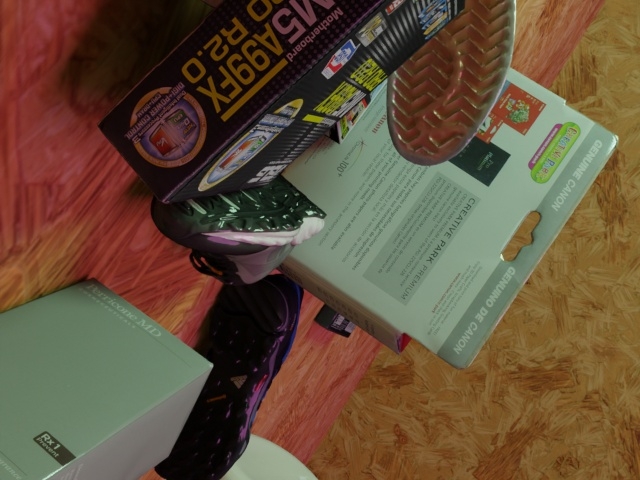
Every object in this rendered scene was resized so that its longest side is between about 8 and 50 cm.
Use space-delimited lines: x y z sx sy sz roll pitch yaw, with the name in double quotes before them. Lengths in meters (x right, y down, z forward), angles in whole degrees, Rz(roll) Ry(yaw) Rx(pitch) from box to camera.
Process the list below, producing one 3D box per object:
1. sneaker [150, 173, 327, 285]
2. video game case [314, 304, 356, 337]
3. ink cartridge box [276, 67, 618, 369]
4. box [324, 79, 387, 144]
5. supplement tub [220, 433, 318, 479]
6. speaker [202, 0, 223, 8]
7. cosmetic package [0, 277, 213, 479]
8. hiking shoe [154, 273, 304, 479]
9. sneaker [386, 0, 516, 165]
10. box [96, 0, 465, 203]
"sneaker" -0.072 -0.004 0.751 0.108 0.100 0.271 -52 168 8
"video game case" 0.092 0.070 1.683 0.248 0.035 0.275 -55 167 -2
"ink cartridge box" 0.119 -0.045 0.951 0.309 0.272 0.130 -53 167 -10
"box" 0.031 -0.180 0.820 0.114 0.036 0.207 -54 167 -10
"supplement tub" -0.152 0.492 1.392 0.316 0.228 0.228 -58 167 8
"speaker" -0.038 -0.197 0.482 0.055 0.055 0.136 -46 164 -38
"cosmetic package" -0.189 0.120 0.563 0.107 0.127 0.238 -62 168 25
"hiking shoe" -0.099 0.173 1.052 0.304 0.113 0.132 -60 166 19
"sneaker" 0.135 -0.218 0.831 0.121 0.108 0.302 -37 141 -81
"box" -0.003 -0.122 0.577 0.216 0.060 0.270 -41 178 10
